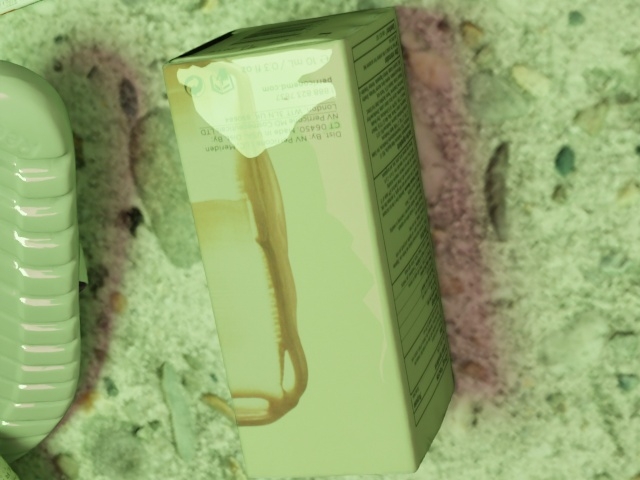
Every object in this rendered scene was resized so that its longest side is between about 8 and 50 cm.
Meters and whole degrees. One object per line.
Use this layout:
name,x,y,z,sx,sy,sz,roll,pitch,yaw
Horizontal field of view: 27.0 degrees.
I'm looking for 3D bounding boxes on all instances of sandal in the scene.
sandal,-0.254,0.029,1.029,0.169,0.102,0.416,14,129,-11

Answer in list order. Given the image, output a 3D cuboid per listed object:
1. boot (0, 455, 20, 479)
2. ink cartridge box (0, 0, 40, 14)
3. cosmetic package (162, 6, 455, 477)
boot,-0.303,0.257,1.110,0.213,0.077,0.165,-29,121,25
ink cartridge box,-0.228,-0.203,0.984,0.115,0.029,0.062,-16,103,19
cosmetic package,0.000,0.000,0.930,0.129,0.153,0.296,-6,105,17
